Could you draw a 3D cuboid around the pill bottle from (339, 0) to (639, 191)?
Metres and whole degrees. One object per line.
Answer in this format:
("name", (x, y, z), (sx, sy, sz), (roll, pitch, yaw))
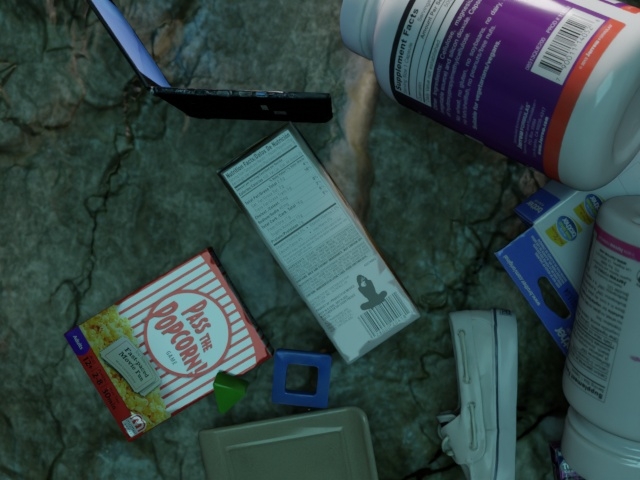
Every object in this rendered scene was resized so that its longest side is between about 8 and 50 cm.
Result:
("pill bottle", (0.182, -0.192, 1.004), (0.323, 0.181, 0.181), (31, 92, 28))

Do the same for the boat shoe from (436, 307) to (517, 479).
("boat shoe", (0.174, 0.210, 1.102), (0.088, 0.096, 0.268), (2, 91, 4))

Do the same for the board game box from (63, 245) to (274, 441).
("board game box", (-0.173, 0.118, 1.125), (0.193, 0.045, 0.147), (-32, 92, 1))

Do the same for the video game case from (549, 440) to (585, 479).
("video game case", (0.394, 0.324, 1.129), (0.232, 0.042, 0.210), (-8, 92, 1))

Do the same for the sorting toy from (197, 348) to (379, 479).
("sorting toy", (-0.029, 0.281, 1.121), (0.196, 0.047, 0.348), (-9, 105, 5))

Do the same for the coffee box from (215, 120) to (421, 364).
("coffee box", (0.000, 0.000, 1.073), (0.098, 0.141, 0.246), (-34, 90, 2))

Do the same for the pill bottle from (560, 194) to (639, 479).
("pill bottle", (0.341, 0.108, 1.007), (0.160, 0.160, 0.283), (6, 110, 0))

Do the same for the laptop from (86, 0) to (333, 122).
("laptop", (-0.117, -0.202, 1.018), (0.264, 0.234, 0.137), (2, 93, 1))

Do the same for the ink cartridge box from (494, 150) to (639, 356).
("ink cartridge box", (0.348, -0.025, 1.078), (0.311, 0.065, 0.186), (-39, 115, 0))
